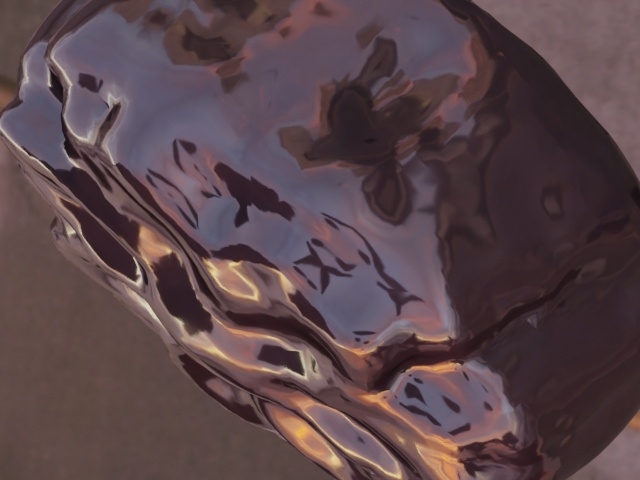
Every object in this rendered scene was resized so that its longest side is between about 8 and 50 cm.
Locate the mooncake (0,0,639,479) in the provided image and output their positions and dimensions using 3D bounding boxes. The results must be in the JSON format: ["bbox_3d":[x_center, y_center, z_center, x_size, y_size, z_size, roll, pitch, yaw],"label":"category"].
[{"bbox_3d":[0.000,0.000,0.715,0.283,0.141,0.283,39,162,15],"label":"mooncake"}]
